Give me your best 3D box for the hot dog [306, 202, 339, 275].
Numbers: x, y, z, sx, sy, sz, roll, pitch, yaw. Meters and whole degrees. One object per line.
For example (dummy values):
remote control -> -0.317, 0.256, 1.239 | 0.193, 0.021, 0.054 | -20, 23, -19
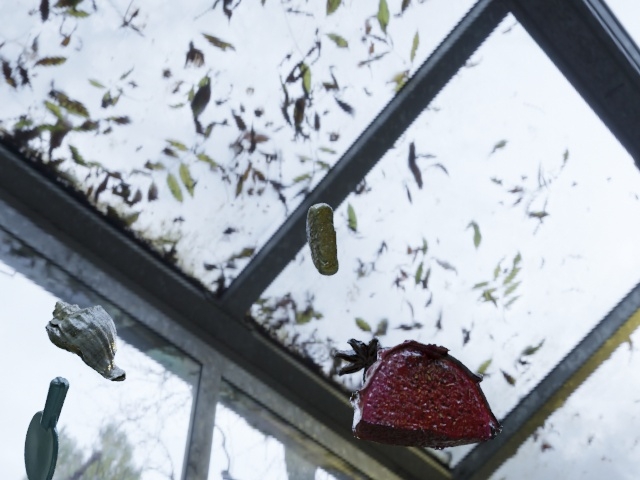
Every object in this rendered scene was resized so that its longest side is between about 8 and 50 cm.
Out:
hot dog -> 0.000, 0.000, 1.038 | 0.030, 0.034, 0.090 | -6, -91, -30

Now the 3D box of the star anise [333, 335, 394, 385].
star anise -> 0.094, 0.240, 1.706 | 0.141, 0.042, 0.141 | 0, -57, 1

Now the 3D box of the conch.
conch -> -0.456, 0.197, 1.617 | 0.130, 0.155, 0.207 | -41, -103, 20

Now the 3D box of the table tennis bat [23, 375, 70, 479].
table tennis bat -> -0.552, 0.383, 1.687 | 0.040, 0.153, 0.244 | 8, -71, -39

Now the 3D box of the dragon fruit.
dragon fruit -> 0.159, 0.256, 1.401 | 0.274, 0.161, 0.126 | 12, -25, -21
